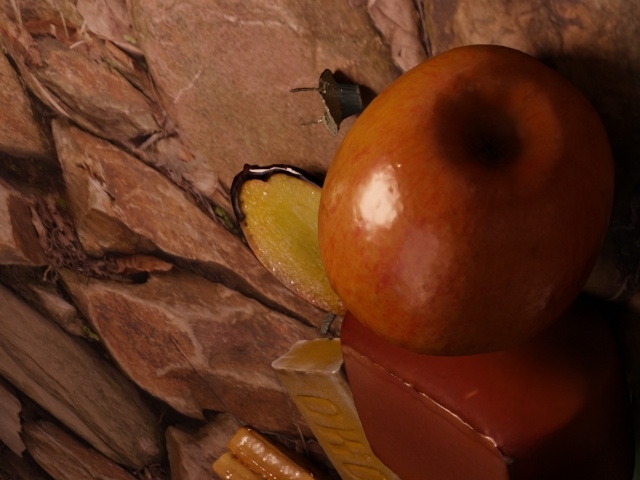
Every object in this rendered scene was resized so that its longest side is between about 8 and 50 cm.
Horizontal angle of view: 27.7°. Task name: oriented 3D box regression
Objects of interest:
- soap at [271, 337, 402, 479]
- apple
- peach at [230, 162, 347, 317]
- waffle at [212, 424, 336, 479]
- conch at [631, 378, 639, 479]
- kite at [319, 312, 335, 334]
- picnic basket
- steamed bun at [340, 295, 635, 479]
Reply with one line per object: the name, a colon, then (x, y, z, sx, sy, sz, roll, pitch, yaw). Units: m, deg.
soap: (0.059, 0.272, 1.936, 0.173, 0.089, 0.274, -2, 124, 53)
apple: (0.147, -0.042, 1.304, 0.299, 0.299, 0.275, 38, 146, 13)
peach: (0.001, -0.003, 1.722, 0.279, 0.068, 0.189, 49, 140, -1)
waffle: (0.003, 0.428, 2.059, 0.328, 0.098, 0.224, 32, 177, 34)
conch: (0.428, 0.289, 1.531, 0.143, 0.137, 0.250, 49, 139, 49)
kite: (0.022, 0.100, 1.867, 0.137, 0.005, 0.152, 34, 146, 20)
picnic basket: (0.008, -0.160, 1.534, 0.083, 0.083, 0.065, -9, 149, 2)
steamed bun: (0.209, 0.172, 1.508, 0.379, 0.248, 0.235, 29, 142, 51)
